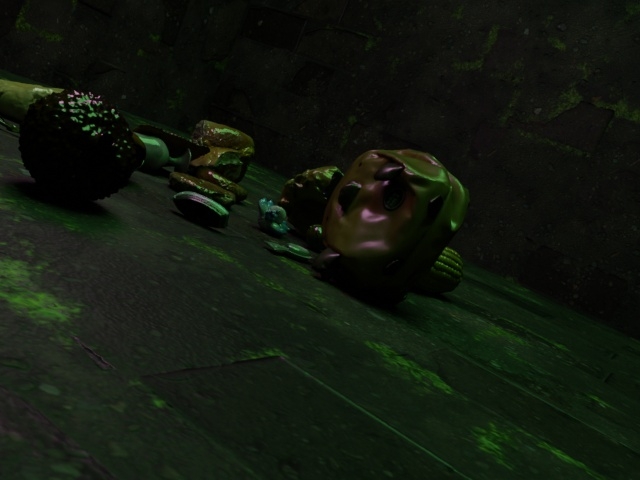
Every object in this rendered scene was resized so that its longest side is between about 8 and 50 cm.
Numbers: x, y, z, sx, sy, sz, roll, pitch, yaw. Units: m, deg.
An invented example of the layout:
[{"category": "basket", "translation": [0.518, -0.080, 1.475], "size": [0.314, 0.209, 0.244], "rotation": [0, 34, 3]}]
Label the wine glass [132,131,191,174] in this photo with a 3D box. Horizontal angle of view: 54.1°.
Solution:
[{"category": "wine glass", "translation": [-0.489, -0.246, 1.761], "size": [0.230, 0.103, 0.103], "rotation": [14, 11, -36]}]

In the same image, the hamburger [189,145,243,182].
[{"category": "hamburger", "translation": [-0.385, -0.274, 2.140], "size": [0.207, 0.136, 0.155], "rotation": [25, 6, 30]}]

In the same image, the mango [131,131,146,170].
[{"category": "mango", "translation": [-0.490, -0.221, 1.421], "size": [0.151, 0.156, 0.248], "rotation": [-13, 1, 10]}]

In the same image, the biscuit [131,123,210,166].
[{"category": "biscuit", "translation": [-0.480, -0.273, 1.869], "size": [0.232, 0.013, 0.236], "rotation": [17, -22, -40]}]

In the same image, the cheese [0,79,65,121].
[{"category": "cheese", "translation": [-0.814, -0.389, 1.767], "size": [0.213, 0.118, 0.226], "rotation": [20, 10, 30]}]

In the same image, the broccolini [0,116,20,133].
[{"category": "broccolini", "translation": [-0.720, -0.261, 1.469], "size": [0.218, 0.044, 0.042], "rotation": [29, -7, 9]}]

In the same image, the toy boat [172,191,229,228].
[{"category": "toy boat", "translation": [-0.258, -0.070, 1.360], "size": [0.139, 0.059, 0.066], "rotation": [23, 19, 11]}]

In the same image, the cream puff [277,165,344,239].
[{"category": "cream puff", "translation": [0.009, -0.082, 1.761], "size": [0.281, 0.185, 0.282], "rotation": [20, -23, 9]}]

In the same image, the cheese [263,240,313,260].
[{"category": "cheese", "translation": [-0.067, 0.022, 1.407], "size": [0.120, 0.026, 0.067], "rotation": [17, 9, -38]}]

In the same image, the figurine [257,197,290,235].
[{"category": "figurine", "translation": [-0.119, -0.059, 1.620], "size": [0.114, 0.079, 0.114], "rotation": [42, 18, -17]}]

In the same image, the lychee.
[{"category": "lychee", "translation": [-0.404, -0.156, 1.054], "size": [0.200, 0.200, 0.238], "rotation": [16, -5, -41]}]

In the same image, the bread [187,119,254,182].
[{"category": "bread", "translation": [-0.374, -0.326, 2.309], "size": [0.246, 0.196, 0.176], "rotation": [18, 2, -25]}]

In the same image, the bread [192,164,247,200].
[{"category": "bread", "translation": [-0.311, -0.170, 1.921], "size": [0.193, 0.064, 0.193], "rotation": [27, 3, -1]}]

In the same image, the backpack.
[{"category": "backpack", "translation": [0.130, -0.050, 1.382], "size": [0.201, 0.354, 0.378], "rotation": [34, 1, -31]}]

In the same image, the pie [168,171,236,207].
[{"category": "pie", "translation": [-0.319, -0.137, 1.709], "size": [0.195, 0.046, 0.195], "rotation": [21, 6, -2]}]

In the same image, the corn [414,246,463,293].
[{"category": "corn", "translation": [0.245, 0.056, 1.664], "size": [0.387, 0.144, 0.144], "rotation": [19, 8, -42]}]

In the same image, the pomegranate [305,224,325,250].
[{"category": "pomegranate", "translation": [0.000, -0.002, 1.635], "size": [0.084, 0.073, 0.073], "rotation": [41, 13, 17]}]
